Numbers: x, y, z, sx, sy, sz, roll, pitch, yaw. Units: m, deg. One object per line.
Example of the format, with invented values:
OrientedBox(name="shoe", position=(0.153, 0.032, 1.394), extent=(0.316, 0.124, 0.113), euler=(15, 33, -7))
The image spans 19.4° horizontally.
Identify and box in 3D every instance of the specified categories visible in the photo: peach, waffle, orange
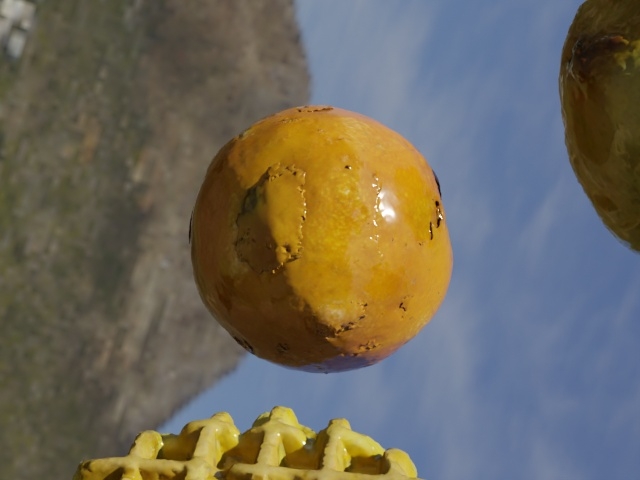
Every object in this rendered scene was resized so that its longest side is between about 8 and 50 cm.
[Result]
OrientedBox(name="peach", position=(0.377, -0.134, 1.697), extent=(0.281, 0.315, 0.314), euler=(-15, -141, 56))
OrientedBox(name="waffle", position=(-0.050, 0.207, 1.128), extent=(0.329, 0.329, 0.062), euler=(-85, 171, -51))
OrientedBox(name="orange", position=(0.000, 0.000, 1.697), extent=(0.246, 0.246, 0.246), euler=(-162, -90, -80))
